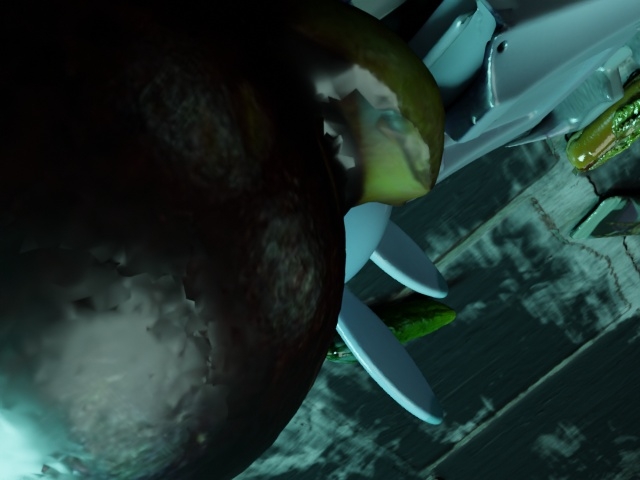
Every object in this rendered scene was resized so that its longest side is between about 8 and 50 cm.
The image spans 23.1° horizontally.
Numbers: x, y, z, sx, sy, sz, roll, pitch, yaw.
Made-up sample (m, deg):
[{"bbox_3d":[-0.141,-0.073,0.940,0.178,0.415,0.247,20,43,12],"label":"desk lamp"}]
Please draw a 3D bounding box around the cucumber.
[{"bbox_3d":[0.052,0.079,1.361,0.168,0.039,0.039,-16,147,-40],"label":"cucumber"}]

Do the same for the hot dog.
[{"bbox_3d":[0.259,-0.101,1.314,0.133,0.041,0.056,-46,153,18],"label":"hot dog"}]

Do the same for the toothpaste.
[{"bbox_3d":[0.329,-0.025,1.537,0.216,0.037,0.062,-3,140,-42],"label":"toothpaste"}]

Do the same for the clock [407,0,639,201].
[{"bbox_3d":[0.128,-0.113,1.021,0.186,0.083,0.253,-22,169,-27],"label":"clock"}]

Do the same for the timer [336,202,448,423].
[{"bbox_3d":[-0.022,-0.003,0.962,0.175,0.175,0.255,-32,136,-10],"label":"timer"}]

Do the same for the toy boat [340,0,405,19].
[{"bbox_3d":[0.107,-0.201,0.944,0.210,0.070,0.291,7,135,-50],"label":"toy boat"}]

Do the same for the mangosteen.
[{"bbox_3d":[-0.113,-0.036,0.689,0.347,0.307,0.307,-46,158,-21],"label":"mangosteen"}]
